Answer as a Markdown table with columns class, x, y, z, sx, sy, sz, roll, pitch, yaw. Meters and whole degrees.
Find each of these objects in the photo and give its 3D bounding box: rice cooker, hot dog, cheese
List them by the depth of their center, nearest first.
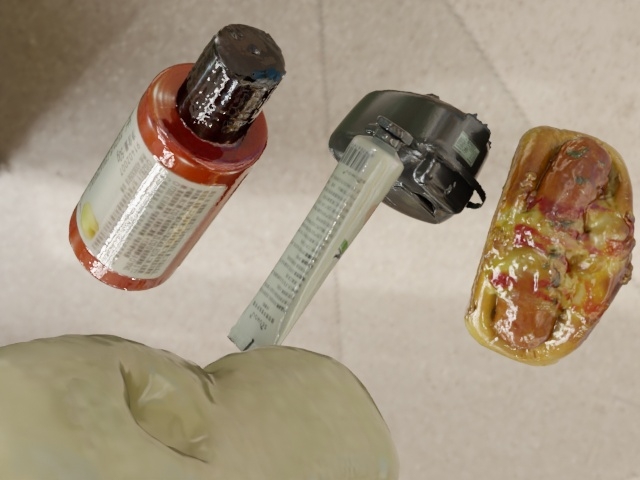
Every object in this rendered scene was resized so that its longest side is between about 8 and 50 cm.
| class | x | y | z | sx | sy | sz | roll | pitch | yaw |
| --- | --- | --- | --- | --- | --- | --- | --- | --- | --- |
| cheese | -0.149 | 0.185 | 0.719 | 0.328 | 0.351 | 0.130 | -43 | 70 | 18 |
| hot dog | 0.244 | 0.008 | 1.553 | 0.150 | 0.257 | 0.153 | 17 | -179 | -5 |
| rice cooker | 0.099 | -0.093 | 1.613 | 0.203 | 0.118 | 0.142 | 19 | 162 | 50 |

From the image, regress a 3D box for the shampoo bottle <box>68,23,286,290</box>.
| class | x | y | z | sx | sy | sz | roll | pitch | yaw |
| --- | --- | --- | --- | --- | --- | --- | --- | --- | --- |
| shampoo bottle | -0.110 | -0.068 | 1.182 | 0.104 | 0.104 | 0.278 | 35 | 138 | -6 |

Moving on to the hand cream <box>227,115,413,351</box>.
| class | x | y | z | sx | sy | sz | roll | pitch | yaw |
| --- | --- | --- | --- | --- | --- | --- | --- | --- | --- |
| hand cream | 0.000 | 0.000 | 1.257 | 0.050 | 0.234 | 0.080 | 33 | -178 | -31 |
